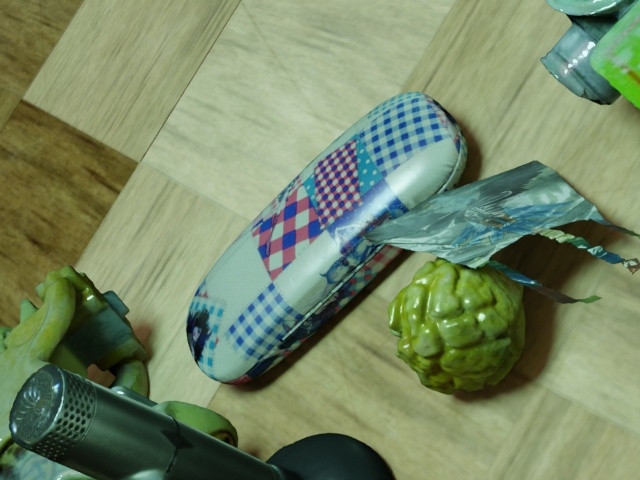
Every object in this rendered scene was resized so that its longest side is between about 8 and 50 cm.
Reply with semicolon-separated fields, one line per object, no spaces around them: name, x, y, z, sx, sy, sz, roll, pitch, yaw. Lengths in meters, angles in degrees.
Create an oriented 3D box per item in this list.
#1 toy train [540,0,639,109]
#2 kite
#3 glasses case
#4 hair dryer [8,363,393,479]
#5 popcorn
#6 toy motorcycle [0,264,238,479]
toy train;0.319;-0.194;1.033;0.307;0.173;0.249;-47;49;11
kite;0.149;0.000;1.059;0.169;0.015;0.310;-20;19;-12
glasses case;0.000;0.000;1.283;0.327;0.076;0.125;-44;42;15
hair dryer;-0.101;0.261;1.053;0.156;0.320;0.284;-9;69;42
popcorn;0.106;0.059;1.102;0.116;0.121;0.106;-20;53;45
toy motorcycle;-0.222;0.183;1.298;0.237;0.168;0.410;-40;43;-6
